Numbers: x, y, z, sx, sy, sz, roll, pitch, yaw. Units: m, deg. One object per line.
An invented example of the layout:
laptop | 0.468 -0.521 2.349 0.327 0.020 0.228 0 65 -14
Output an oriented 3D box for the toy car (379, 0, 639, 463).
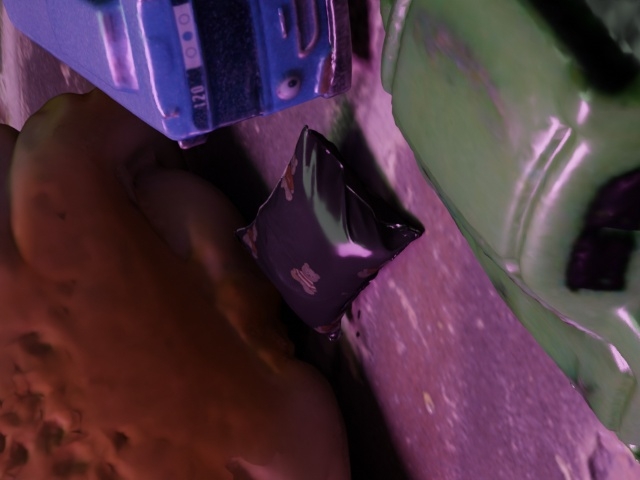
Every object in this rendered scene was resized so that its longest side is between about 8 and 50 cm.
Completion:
toy car | 0.103 -0.068 0.390 0.213 0.176 0.359 57 155 22

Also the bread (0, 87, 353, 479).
bread | -0.130 0.103 0.906 0.424 0.245 0.329 64 -165 11

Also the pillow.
pillow | -0.001 0.000 0.815 0.090 0.048 0.150 63 153 14

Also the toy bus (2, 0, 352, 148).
toy bus | -0.092 -0.146 0.767 0.234 0.133 0.116 36 141 49
